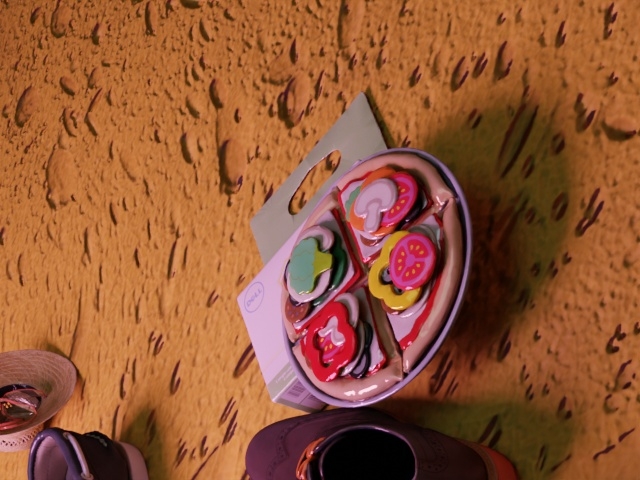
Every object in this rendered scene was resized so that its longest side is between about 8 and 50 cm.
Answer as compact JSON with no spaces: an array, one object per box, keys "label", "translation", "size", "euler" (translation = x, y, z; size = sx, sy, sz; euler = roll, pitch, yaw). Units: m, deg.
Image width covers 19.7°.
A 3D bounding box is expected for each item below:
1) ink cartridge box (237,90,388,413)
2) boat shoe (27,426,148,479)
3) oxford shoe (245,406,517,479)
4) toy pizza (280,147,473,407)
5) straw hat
[{"label":"ink cartridge box","translation":[0.000,0.000,1.495],"size":[0.171,0.056,0.235],"euler":[-48,42,25]},{"label":"boat shoe","translation":[-0.194,0.291,1.546],"size":[0.114,0.091,0.302],"euler":[-46,40,26]},{"label":"oxford shoe","translation":[0.019,0.159,1.342],"size":[0.271,0.098,0.097],"euler":[-2,69,51]},{"label":"toy pizza","translation":[0.033,0.024,1.369],"size":[0.201,0.032,0.201],"euler":[-24,56,42]},{"label":"straw hat","translation":[-0.294,0.169,1.762],"size":[0.144,0.144,0.061],"euler":[39,145,53]}]
